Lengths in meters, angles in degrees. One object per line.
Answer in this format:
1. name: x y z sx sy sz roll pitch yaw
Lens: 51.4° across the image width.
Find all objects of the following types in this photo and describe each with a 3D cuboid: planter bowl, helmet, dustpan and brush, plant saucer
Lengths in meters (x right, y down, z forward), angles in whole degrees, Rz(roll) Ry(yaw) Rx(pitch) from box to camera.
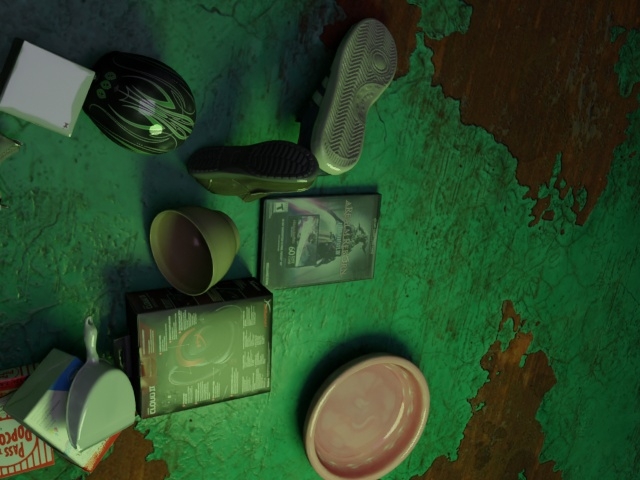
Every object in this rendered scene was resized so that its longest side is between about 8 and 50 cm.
1. planter bowl: -0.217 0.005 1.217 0.109 0.162 0.162 -31 122 -48
2. helmet: -0.287 -0.219 1.084 0.161 0.169 0.169 30 91 8
3. dustpan and brush: -0.384 0.235 1.145 0.147 0.060 0.211 -17 115 -63
4. plant saucer: 0.100 0.406 1.551 0.332 0.084 0.332 -10 111 -27

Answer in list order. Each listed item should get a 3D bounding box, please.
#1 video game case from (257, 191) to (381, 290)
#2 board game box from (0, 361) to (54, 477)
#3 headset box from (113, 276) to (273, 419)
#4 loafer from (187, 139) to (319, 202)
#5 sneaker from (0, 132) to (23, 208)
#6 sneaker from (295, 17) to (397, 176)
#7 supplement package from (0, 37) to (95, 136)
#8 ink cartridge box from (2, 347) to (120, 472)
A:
1. video game case: 0.000 0.000 1.397 0.274 0.026 0.196 -4 108 -26
2. board game box: -0.563 0.326 1.186 0.146 0.045 0.194 -9 110 -27
3. headset box: -0.246 0.203 1.279 0.293 0.110 0.218 -7 110 -27
4. loafer: -0.115 -0.121 1.201 0.087 0.251 0.094 67 36 -50
5. sneaker: -0.549 -0.048 1.035 0.115 0.105 0.281 17 97 -31
6. sneaker: 0.032 -0.273 1.277 0.131 0.148 0.350 36 64 -25
7. supplement package: -0.420 -0.233 0.999 0.105 0.179 0.105 22 95 -33
8. ink cartridge box: -0.432 0.318 1.196 0.134 0.078 0.231 -56 135 -29
